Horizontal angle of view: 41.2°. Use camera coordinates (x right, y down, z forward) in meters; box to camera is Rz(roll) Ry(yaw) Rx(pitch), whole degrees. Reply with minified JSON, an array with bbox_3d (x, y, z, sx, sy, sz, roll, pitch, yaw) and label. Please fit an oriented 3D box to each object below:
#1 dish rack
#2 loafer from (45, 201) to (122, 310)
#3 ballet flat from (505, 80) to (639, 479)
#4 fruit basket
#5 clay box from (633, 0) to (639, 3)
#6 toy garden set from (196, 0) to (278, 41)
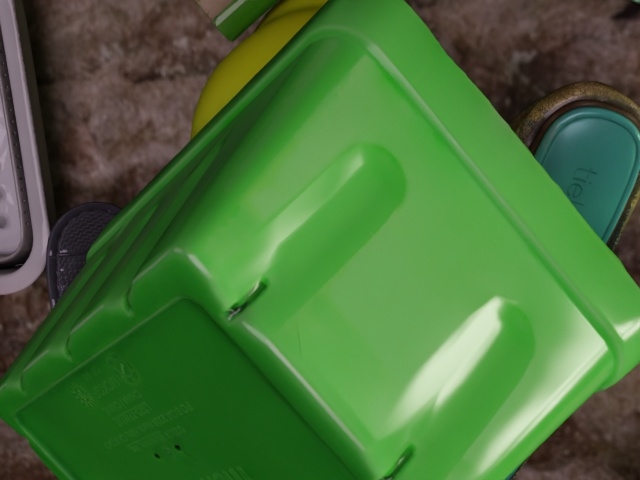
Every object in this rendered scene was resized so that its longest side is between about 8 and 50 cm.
[{"bbox_3d":[-0.382,-0.090,0.738,0.333,0.072,0.285,-4,99,14],"label":"dish rack"},{"bbox_3d":[-0.143,0.116,0.710,0.109,0.095,0.302,-28,91,-22],"label":"loafer"},{"bbox_3d":[0.133,0.050,0.623,0.123,0.123,0.348,23,108,8],"label":"ballet flat"},{"bbox_3d":[0.000,0.000,0.553,0.392,0.392,0.283,-38,97,17],"label":"fruit basket"},{"bbox_3d":[0.159,-0.262,0.589,0.222,0.053,0.127,25,104,8],"label":"clay box"},{"bbox_3d":[-0.058,-0.295,0.590,0.204,0.049,0.244,-40,68,10],"label":"toy garden set"}]
